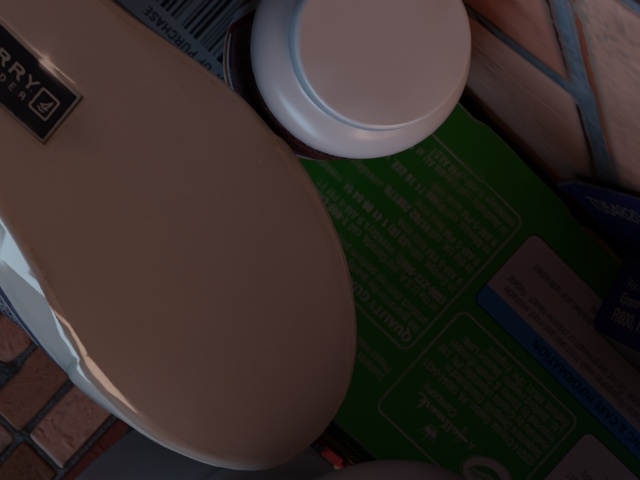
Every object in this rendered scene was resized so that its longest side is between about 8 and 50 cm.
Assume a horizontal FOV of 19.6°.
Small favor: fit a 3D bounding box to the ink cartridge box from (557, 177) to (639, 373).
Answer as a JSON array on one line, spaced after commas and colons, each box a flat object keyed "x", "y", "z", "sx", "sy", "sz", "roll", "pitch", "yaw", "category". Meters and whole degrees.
[{"x": 0.202, "y": 0.075, "z": 0.760, "sx": 0.224, "sy": 0.045, "sz": 0.223, "roll": 44, "pitch": 175, "yaw": -18, "category": "ink cartridge box"}]

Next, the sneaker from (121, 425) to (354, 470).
[{"x": -0.052, "y": 0.146, "z": 1.122, "sx": 0.121, "sy": 0.112, "sz": 0.299, "roll": 40, "pitch": 178, "yaw": 25, "category": "sneaker"}]

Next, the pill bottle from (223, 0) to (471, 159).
[{"x": 0.011, "y": -0.074, "z": 0.732, "sx": 0.086, "sy": 0.086, "sz": 0.152, "roll": 43, "pitch": 176, "yaw": -8, "category": "pill bottle"}]

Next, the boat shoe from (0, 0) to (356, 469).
[{"x": -0.127, "y": -0.050, "z": 0.734, "sx": 0.340, "sy": 0.127, "sz": 0.158, "roll": 52, "pitch": 163, "yaw": -28, "category": "boat shoe"}]

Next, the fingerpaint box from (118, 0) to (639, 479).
[{"x": 0.000, "y": 0.000, "z": 1.019, "sx": 0.445, "sy": 0.163, "sz": 0.371, "roll": 44, "pitch": 176, "yaw": -15, "category": "fingerpaint box"}]

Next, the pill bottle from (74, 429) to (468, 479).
[{"x": 0.062, "y": 0.233, "z": 0.737, "sx": 0.408, "sy": 0.229, "sz": 0.229, "roll": 30, "pitch": 169, "yaw": 35, "category": "pill bottle"}]
